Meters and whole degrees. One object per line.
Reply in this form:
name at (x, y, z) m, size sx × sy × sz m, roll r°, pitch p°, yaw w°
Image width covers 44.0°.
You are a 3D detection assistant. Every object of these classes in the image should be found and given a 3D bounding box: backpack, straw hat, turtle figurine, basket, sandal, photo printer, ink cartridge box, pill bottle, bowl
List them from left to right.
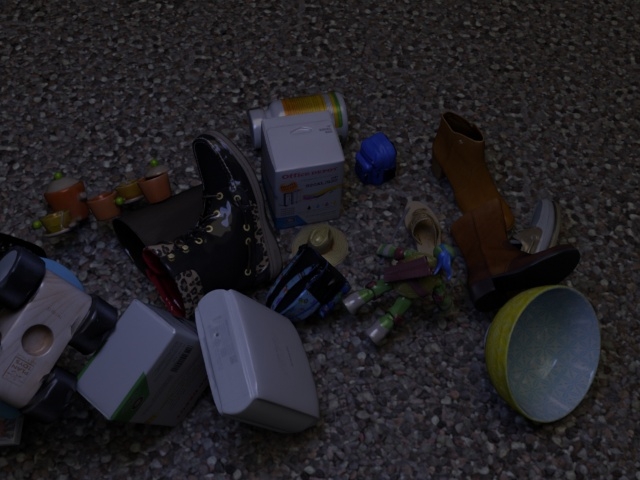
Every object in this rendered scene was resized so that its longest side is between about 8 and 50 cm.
ink cartridge box at (-0.323, 0.249, 1.564) m, size 0.117 × 0.278 × 0.201 m, roll 34°, pitch 86°, yaw 21°
basket at (-0.338, -0.030, 1.866) m, size 0.227 × 0.154 × 0.204 m, roll -34°, pitch 55°, yaw -28°
photo printer at (-0.113, 0.254, 1.600) m, size 0.107 × 0.307 × 0.256 m, roll -28°, pitch 59°, yaw 16°
pill bottle at (-0.060, -0.307, 2.074) m, size 0.246 × 0.136 × 0.136 m, roll -9°, pitch 57°, yaw -10°
ink cartridge box at (-0.047, -0.170, 1.923) m, size 0.171 × 0.232 × 0.168 m, roll -11°, pitch 57°, yaw -10°
backpack at (-0.036, 0.115, 1.786) m, size 0.173 × 0.117 × 0.158 m, roll -48°, pitch 25°, yaw -2°
straw hat at (0.000, 0.000, 1.914) m, size 0.145 × 0.061 × 0.144 m, roll 1°, pitch 55°, yaw -2°
backpack at (0.143, -0.208, 2.028) m, size 0.101 × 0.120 × 0.098 m, roll -29°, pitch 63°, yaw -21°
turtle figurine at (0.196, 0.105, 1.808) m, size 0.266 × 0.198 × 0.274 m, roll -39°, pitch 21°, yaw 3°
sandal at (0.260, -0.022, 1.933) m, size 0.088 × 0.079 × 0.240 m, roll -2°, pitch 56°, yaw -5°
bowl at (0.447, 0.231, 1.707) m, size 0.289 × 0.289 × 0.156 m, roll -37°, pitch 23°, yaw -24°

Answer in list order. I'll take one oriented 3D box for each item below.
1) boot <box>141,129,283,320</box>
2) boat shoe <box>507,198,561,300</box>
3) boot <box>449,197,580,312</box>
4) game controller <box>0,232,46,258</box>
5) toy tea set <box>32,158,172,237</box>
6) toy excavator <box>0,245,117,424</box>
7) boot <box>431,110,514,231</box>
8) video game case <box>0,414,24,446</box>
boot at (-0.260, -0.028, 1.745) m, size 0.284 × 0.377 × 0.138 m, roll -31°, pitch 21°, yaw -35°
boat shoe at (0.501, 0.015, 1.902) m, size 0.103 × 0.113 × 0.302 m, roll 19°, pitch 58°, yaw 3°
boot at (0.444, 0.007, 1.839) m, size 0.264 × 0.096 × 0.280 m, roll -35°, pitch 36°, yaw 26°
game controller at (-0.750, 0.125, 1.781) m, size 0.167 × 0.067 × 0.319 m, roll 14°, pitch 57°, yaw 6°
toy tea set at (-0.513, -0.123, 1.863) m, size 0.336 × 0.124 × 0.200 m, roll -19°, pitch 17°, yaw -6°
toy excavator at (-0.648, 0.222, 1.514) m, size 0.445 × 0.222 × 0.432 m, roll 6°, pitch 62°, yaw 53°
boot at (0.384, -0.171, 1.963) m, size 0.104 × 0.211 × 0.295 m, roll -32°, pitch 63°, yaw -22°
video game case at (-0.677, 0.326, 1.604) m, size 0.201 × 0.023 × 0.183 m, roll -10°, pitch 64°, yaw 22°
